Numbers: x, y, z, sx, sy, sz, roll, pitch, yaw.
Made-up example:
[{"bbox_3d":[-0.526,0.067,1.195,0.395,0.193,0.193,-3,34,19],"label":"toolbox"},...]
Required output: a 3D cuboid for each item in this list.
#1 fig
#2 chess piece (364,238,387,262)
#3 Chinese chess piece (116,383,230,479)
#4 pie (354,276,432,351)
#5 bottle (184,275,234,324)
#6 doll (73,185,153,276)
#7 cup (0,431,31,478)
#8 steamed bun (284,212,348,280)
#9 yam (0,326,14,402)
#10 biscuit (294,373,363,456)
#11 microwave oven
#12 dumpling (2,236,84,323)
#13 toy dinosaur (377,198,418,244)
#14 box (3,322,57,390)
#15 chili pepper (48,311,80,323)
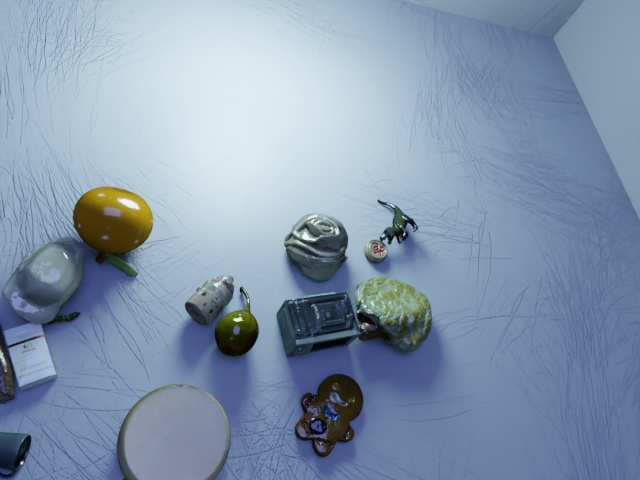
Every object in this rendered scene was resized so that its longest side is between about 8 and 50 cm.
[{"bbox_3d":[-0.229,0.224,1.436,0.124,0.124,0.236,19,37,-9],"label":"fig"},{"bbox_3d":[0.192,0.036,1.736,0.084,0.038,0.083,10,59,-17],"label":"chess piece"},{"bbox_3d":[-0.356,0.488,1.220,0.273,0.102,0.273,10,57,-17],"label":"Chinese chess piece"},{"bbox_3d":[0.231,0.223,1.601,0.274,0.105,0.257,16,47,-12],"label":"pie"},{"bbox_3d":[-0.309,0.162,1.438,0.099,0.099,0.152,37,54,3],"label":"bottle"},{"bbox_3d":[-0.589,-0.029,1.402,0.213,0.213,0.236,17,98,-11],"label":"doll"},{"bbox_3d":[-0.708,0.481,1.116,0.077,0.078,0.100,12,88,-8],"label":"cup"},{"bbox_3d":[0.002,0.002,1.619,0.211,0.144,0.218,38,56,3],"label":"steamed bun"},{"bbox_3d":[-0.792,0.276,1.211,0.057,0.057,0.241,-16,69,-28],"label":"yam"},{"bbox_3d":[0.031,0.483,1.411,0.180,0.039,0.236,37,53,5],"label":"biscuit"},{"bbox_3d":[-0.007,0.244,1.484,0.208,0.122,0.162,-5,64,-23],"label":"microwave oven"},{"bbox_3d":[-0.714,0.091,1.304,0.162,0.132,0.250,20,58,-12],"label":"dumpling"},{"bbox_3d":[0.257,-0.078,1.783,0.179,0.087,0.187,49,37,3],"label":"toy dinosaur"},{"bbox_3d":[-0.722,0.284,1.242,0.084,0.040,0.154,-19,68,-26],"label":"box"},{"bbox_3d":[-0.677,0.204,1.315,0.083,0.027,0.022,-11,69,-27],"label":"chili pepper"}]
